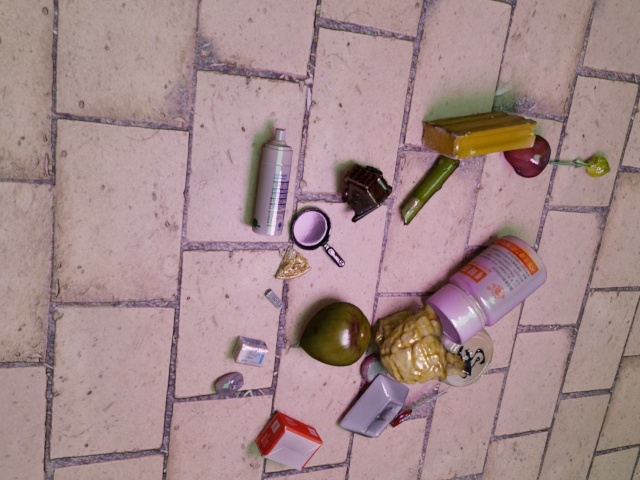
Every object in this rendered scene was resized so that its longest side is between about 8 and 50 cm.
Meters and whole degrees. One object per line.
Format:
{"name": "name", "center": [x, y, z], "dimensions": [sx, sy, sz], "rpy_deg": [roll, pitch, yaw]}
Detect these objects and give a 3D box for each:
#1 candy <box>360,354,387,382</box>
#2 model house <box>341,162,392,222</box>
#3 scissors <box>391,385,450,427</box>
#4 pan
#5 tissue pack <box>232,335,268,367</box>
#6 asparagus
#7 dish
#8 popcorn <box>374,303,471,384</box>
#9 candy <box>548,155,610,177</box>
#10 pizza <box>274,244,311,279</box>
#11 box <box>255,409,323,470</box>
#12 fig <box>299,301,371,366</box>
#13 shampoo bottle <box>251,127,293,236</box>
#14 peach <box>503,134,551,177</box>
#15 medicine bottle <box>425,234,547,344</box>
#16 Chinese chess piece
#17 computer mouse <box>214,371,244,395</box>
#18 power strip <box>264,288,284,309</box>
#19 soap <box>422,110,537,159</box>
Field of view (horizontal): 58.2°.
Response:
{"name": "candy", "center": [0.190, 0.450, 2.015], "dimensions": [0.103, 0.043, 0.103], "rpy_deg": [-8, 112, -21]}
{"name": "model house", "center": [0.134, -0.167, 1.771], "dimensions": [0.152, 0.106, 0.165], "rpy_deg": [55, 45, -16]}
{"name": "scissors", "center": [0.370, 0.609, 2.113], "dimensions": [0.248, 0.017, 0.144], "rpy_deg": [-28, 154, -12]}
{"name": "pan", "center": [0.000, 0.000, 1.792], "dimensions": [0.136, 0.028, 0.235], "rpy_deg": [-42, 115, -6]}
{"name": "tissue pack", "center": [-0.217, 0.348, 1.790], "dimensions": [0.095, 0.059, 0.074], "rpy_deg": [19, 101, -28]}
{"name": "asparagus", "center": [0.348, -0.167, 1.880], "dimensions": [0.277, 0.060, 0.067], "rpy_deg": [-48, 138, -3]}
{"name": "dish", "center": [0.207, 0.607, 2.027], "dimensions": [0.182, 0.080, 0.243], "rpy_deg": [32, 98, -36]}
{"name": "popcorn", "center": [0.322, 0.354, 1.934], "dimensions": [0.237, 0.292, 0.293], "rpy_deg": [-26, 124, 32]}
{"name": "candy", "center": [0.949, -0.278, 2.118], "dimensions": [0.262, 0.073, 0.077], "rpy_deg": [2, 87, -17]}
{"name": "pizza", "center": [-0.089, 0.069, 1.776], "dimensions": [0.123, 0.026, 0.108], "rpy_deg": [-17, 110, -18]}
{"name": "box", "center": [-0.106, 0.669, 1.923], "dimensions": [0.182, 0.099, 0.133], "rpy_deg": [33, 94, -30]}
{"name": "fig", "center": [0.041, 0.298, 1.836], "dimensions": [0.225, 0.203, 0.202], "rpy_deg": [-10, 118, 24]}
{"name": "shampoo bottle", "center": [-0.135, -0.167, 1.642], "dimensions": [0.092, 0.092, 0.303], "rpy_deg": [1, 106, -25]}
{"name": "peach", "center": [0.705, -0.284, 1.952], "dimensions": [0.152, 0.152, 0.152], "rpy_deg": [-8, 109, -22]}
{"name": "medicine bottle", "center": [0.572, 0.172, 1.999], "dimensions": [0.388, 0.219, 0.219], "rpy_deg": [-37, 117, -9]}
{"name": "Chinese chess piece", "center": [0.520, 0.418, 2.121], "dimensions": [0.251, 0.101, 0.250], "rpy_deg": [-8, 110, -23]}
{"name": "computer mouse", "center": [-0.284, 0.453, 1.804], "dimensions": [0.096, 0.039, 0.065], "rpy_deg": [-18, 113, -19]}
{"name": "power strip", "center": [-0.141, 0.185, 1.795], "dimensions": [0.027, 0.017, 0.083], "rpy_deg": [-42, 117, -5]}
{"name": "soap", "center": [0.502, -0.336, 1.817], "dimensions": [0.315, 0.199, 0.091], "rpy_deg": [-12, 118, -23]}
